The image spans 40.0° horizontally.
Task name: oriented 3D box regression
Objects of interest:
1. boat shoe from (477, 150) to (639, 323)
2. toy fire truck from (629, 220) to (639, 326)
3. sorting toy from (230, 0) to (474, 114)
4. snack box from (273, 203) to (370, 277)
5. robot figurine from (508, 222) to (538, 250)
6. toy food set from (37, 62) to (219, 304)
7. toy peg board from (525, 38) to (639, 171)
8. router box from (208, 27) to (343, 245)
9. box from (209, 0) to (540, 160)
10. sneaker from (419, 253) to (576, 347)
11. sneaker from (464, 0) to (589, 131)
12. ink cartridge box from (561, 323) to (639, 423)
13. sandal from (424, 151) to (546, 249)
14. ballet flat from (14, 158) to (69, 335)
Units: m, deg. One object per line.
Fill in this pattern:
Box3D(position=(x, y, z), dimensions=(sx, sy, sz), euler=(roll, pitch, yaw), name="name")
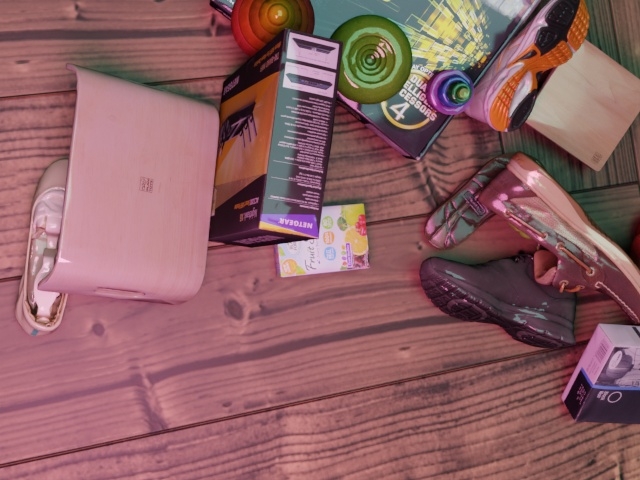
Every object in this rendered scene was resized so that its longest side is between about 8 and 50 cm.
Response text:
Box3D(position=(0.376, 0.021, 1.343), dimensions=(0.123, 0.123, 0.342), euler=(-44, 106, 8), name="boat shoe")
Box3D(position=(0.645, 0.085, 1.461), dimensions=(0.302, 0.169, 0.254), euler=(1, 105, -15), name="toy fire truck")
Box3D(position=(0.053, -0.259, 1.210), dimensions=(0.365, 0.126, 0.127), euler=(21, 97, -9), name="sorting toy")
Box3D(position=(0.000, 0.000, 1.326), dimensions=(0.141, 0.037, 0.100), euler=(-5, 87, -16), name="snack box")
Box3D(position=(0.364, -0.033, 1.420), dimensions=(0.115, 0.067, 0.101), euler=(5, 109, -15), name="robot figurine")
Box3D(position=(-0.263, -0.073, 1.208), dimensions=(0.219, 0.092, 0.306), euler=(11, 79, -40), name="toy food set")
Box3D(position=(0.428, -0.226, 1.456), dimensions=(0.161, 0.079, 0.161), euler=(32, 94, -12), name="toy peg board")
Box3D(position=(-0.073, -0.119, 1.170), dimensions=(0.080, 0.309, 0.243), euler=(9, 84, -19), name="router box")
Box3D(position=(0.083, -0.360, 1.308), dimensions=(0.395, 0.097, 0.318), euler=(37, 91, -11), name="box")
Box3D(position=(0.283, 0.074, 1.384), dimensions=(0.286, 0.109, 0.130), euler=(23, 71, -21), name="sneaker")
Box3D(position=(0.313, -0.296, 1.388), dimensions=(0.262, 0.121, 0.099), euler=(-52, 126, -7), name="sneaker")
Box3D(position=(0.574, 0.223, 1.429), dimensions=(0.332, 0.065, 0.165), euler=(4, 123, -16), name="ink cartridge box")
Box3D(position=(0.258, -0.063, 1.400), dimensions=(0.219, 0.060, 0.090), euler=(-39, 92, 0), name="sandal")
Box3D(position=(-0.361, 0.008, 1.195), dimensions=(0.086, 0.086, 0.249), euler=(9, 85, -16), name="ballet flat")
